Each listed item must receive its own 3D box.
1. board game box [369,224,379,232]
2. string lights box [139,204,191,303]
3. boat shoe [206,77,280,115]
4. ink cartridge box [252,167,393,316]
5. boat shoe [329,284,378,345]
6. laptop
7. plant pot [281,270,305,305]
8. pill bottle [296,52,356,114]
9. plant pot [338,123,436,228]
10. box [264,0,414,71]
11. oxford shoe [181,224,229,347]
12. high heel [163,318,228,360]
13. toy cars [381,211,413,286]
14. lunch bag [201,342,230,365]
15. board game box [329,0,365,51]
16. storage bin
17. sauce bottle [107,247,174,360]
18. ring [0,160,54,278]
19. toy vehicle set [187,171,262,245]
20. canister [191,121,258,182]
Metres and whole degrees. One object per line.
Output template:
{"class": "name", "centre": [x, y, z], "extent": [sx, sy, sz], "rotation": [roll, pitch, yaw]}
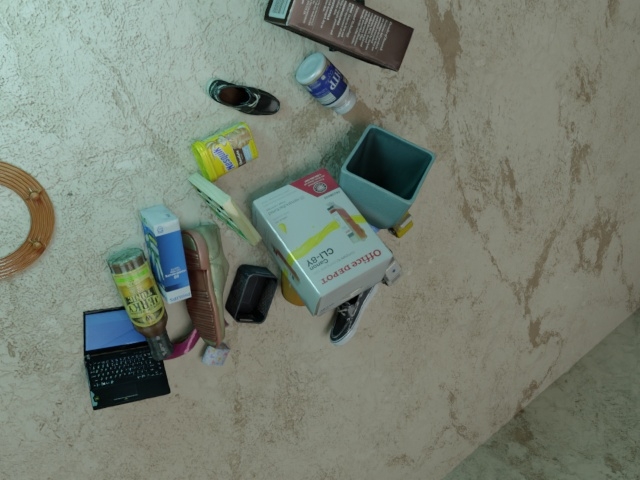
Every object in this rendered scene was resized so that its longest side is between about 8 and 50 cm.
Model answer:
{"class": "board game box", "centre": [0.157, -0.098, 2.081], "extent": [0.169, 0.033, 0.133], "rotation": [39, 81, -17]}
{"class": "string lights box", "centre": [-0.454, 0.040, 1.686], "extent": [0.077, 0.133, 0.259], "rotation": [-18, 120, -28]}
{"class": "boat shoe", "centre": [-0.214, -0.408, 1.669], "extent": [0.233, 0.079, 0.084], "rotation": [8, 106, -37]}
{"class": "ink cartridge box", "centre": [0.000, 0.000, 1.796], "extent": [0.279, 0.384, 0.160], "rotation": [-28, 158, -21]}
{"class": "boat shoe", "centre": [0.109, 0.257, 2.184], "extent": [0.102, 0.108, 0.301], "rotation": [33, 89, -39]}
{"class": "laptop", "centre": [-0.586, 0.347, 1.743], "extent": [0.234, 0.264, 0.136], "rotation": [-5, 151, -31]}
{"class": "plant pot", "centre": [-0.054, 0.116, 1.963], "extent": [0.205, 0.205, 0.188], "rotation": [-7, 131, -31]}
{"class": "pill bottle", "centre": [0.024, -0.478, 1.769], "extent": [0.187, 0.112, 0.112], "rotation": [36, 90, -40]}
{"class": "plant pot", "centre": [0.200, -0.182, 1.913], "extent": [0.247, 0.247, 0.252], "rotation": [-59, 172, -34]}
{"class": "box", "centre": [0.055, -0.620, 1.643], "extent": [0.382, 0.191, 0.143], "rotation": [14, 107, -31]}
{"class": "oxford shoe", "centre": [-0.333, 0.142, 1.791], "extent": [0.146, 0.141, 0.396], "rotation": [-26, 118, -48]}
{"class": "high heel", "centre": [-0.430, 0.291, 1.873], "extent": [0.244, 0.082, 0.117], "rotation": [-30, 103, -6]}
{"class": "toy cars", "centre": [0.284, 0.012, 2.194], "extent": [0.177, 0.087, 0.393], "rotation": [-5, 115, -32]}
{"class": "lunch bag", "centre": [-0.364, 0.388, 1.966], "extent": [0.083, 0.053, 0.071], "rotation": [11, 108, -47]}
{"class": "board game box", "centre": [0.081, -0.686, 1.763], "extent": [0.126, 0.026, 0.186], "rotation": [-18, 121, -25]}
{"class": "storage bin", "centre": [-0.232, 0.182, 1.934], "extent": [0.122, 0.084, 0.180], "rotation": [11, 106, -37]}
{"class": "sauce bottle", "centre": [-0.519, 0.195, 1.699], "extent": [0.111, 0.111, 0.344], "rotation": [-25, 113, -22]}
{"class": "ring", "centre": [-0.854, -0.043, 1.447], "extent": [0.337, 0.032, 0.336], "rotation": [-14, 118, -28]}
{"class": "toy vehicle set", "centre": [-0.280, -0.094, 1.653], "extent": [0.035, 0.267, 0.166], "rotation": [-42, 127, -11]}
{"class": "canister", "centre": [-0.280, -0.264, 1.696], "extent": [0.170, 0.073, 0.126], "rotation": [-31, 126, -20]}
